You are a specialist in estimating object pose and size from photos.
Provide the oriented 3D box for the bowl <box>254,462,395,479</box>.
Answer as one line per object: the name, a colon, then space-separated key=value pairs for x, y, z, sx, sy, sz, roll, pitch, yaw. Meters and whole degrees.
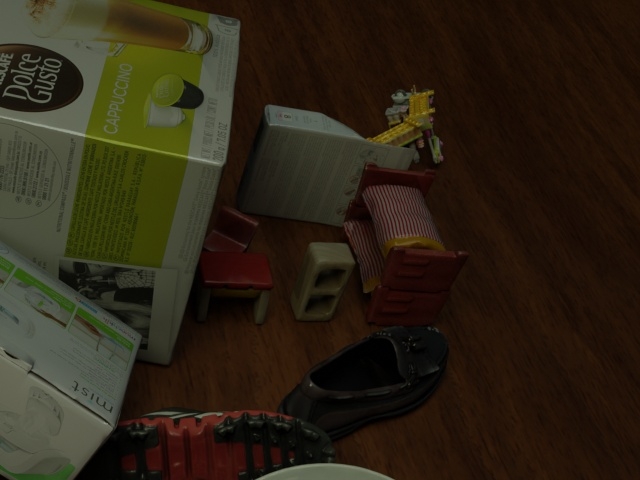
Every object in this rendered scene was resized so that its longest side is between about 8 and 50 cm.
bowl: x=0.005 y=0.371 z=1.020 sx=0.298 sy=0.134 sz=0.297 roll=0 pitch=62 yaw=1

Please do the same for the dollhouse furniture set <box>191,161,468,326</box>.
dollhouse furniture set: x=0.000 y=0.000 z=1.576 sx=0.374 sy=0.152 sz=0.201 roll=3 pitch=41 yaw=-20

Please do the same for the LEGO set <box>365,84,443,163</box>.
LEGO set: x=0.145 y=-0.166 z=1.911 sx=0.132 sy=0.107 sz=0.287 roll=-1 pitch=33 yaw=31

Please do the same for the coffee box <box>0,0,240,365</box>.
coffee box: x=-0.308 y=-0.099 z=1.411 sx=0.334 sy=0.338 sz=0.337 roll=12 pitch=39 yaw=-10

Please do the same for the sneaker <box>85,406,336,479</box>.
sneaker: x=-0.122 y=0.238 z=1.249 sx=0.276 sy=0.097 sz=0.135 roll=-2 pitch=0 yaw=-2

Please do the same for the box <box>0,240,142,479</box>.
box: x=-0.343 y=0.120 z=1.187 sx=0.262 sy=0.127 sz=0.231 roll=36 pitch=15 yaw=-14

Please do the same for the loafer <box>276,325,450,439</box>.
loafer: x=0.076 y=0.175 z=1.448 sx=0.302 sy=0.095 sz=0.109 roll=-22 pitch=55 yaw=-40

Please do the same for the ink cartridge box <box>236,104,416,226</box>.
ink cartridge box: x=0.004 y=-0.107 z=1.678 sx=0.232 sy=0.189 sz=0.066 roll=5 pitch=46 yaw=-18
